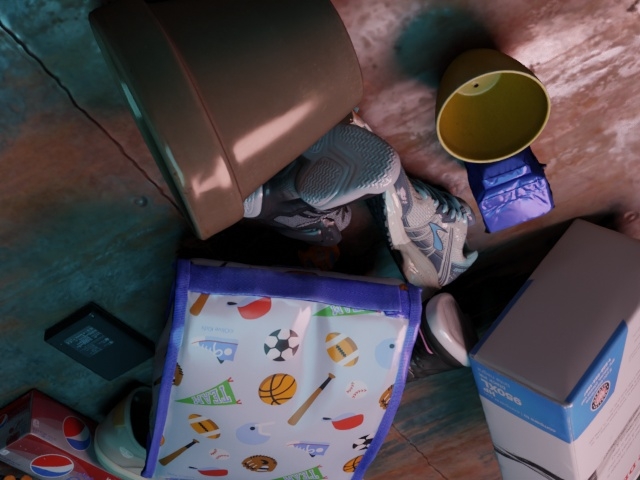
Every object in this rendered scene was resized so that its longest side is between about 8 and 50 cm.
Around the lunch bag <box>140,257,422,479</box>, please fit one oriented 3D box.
[{"bbox_3d":[-0.062,0.166,1.372,0.328,0.238,0.385,6,140,-10],"label":"lunch bag"}]

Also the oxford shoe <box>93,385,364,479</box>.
[{"bbox_3d":[-0.128,0.343,1.550,0.450,0.169,0.130,19,122,-3],"label":"oxford shoe"}]

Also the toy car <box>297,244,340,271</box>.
[{"bbox_3d":[0.000,0.000,1.358,0.060,0.040,0.122,-5,136,-6],"label":"toy car"}]

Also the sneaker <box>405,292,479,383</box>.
[{"bbox_3d":[0.145,0.153,1.435,0.147,0.104,0.296,-19,165,11],"label":"sneaker"}]

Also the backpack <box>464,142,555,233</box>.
[{"bbox_3d":[0.235,-0.088,1.261,0.098,0.120,0.101,-15,126,8],"label":"backpack"}]

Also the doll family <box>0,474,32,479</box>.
[{"bbox_3d":[-0.540,0.380,1.574,0.263,0.118,0.163,31,150,-35],"label":"doll family"}]

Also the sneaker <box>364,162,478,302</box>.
[{"bbox_3d":[0.134,-0.038,1.320,0.122,0.110,0.283,-28,141,1],"label":"sneaker"}]

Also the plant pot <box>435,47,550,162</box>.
[{"bbox_3d":[0.193,-0.174,1.182,0.134,0.095,0.134,-6,136,-6],"label":"plant pot"}]

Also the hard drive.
[{"bbox_3d":[-0.321,0.152,1.460,0.094,0.022,0.135,-30,132,19],"label":"hard drive"}]

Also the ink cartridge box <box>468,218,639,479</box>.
[{"bbox_3d":[0.387,0.213,1.464,0.285,0.166,0.394,-47,140,-23],"label":"ink cartridge box"}]

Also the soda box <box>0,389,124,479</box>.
[{"bbox_3d":[-0.391,0.341,1.593,0.092,0.083,0.263,-31,133,20],"label":"soda box"}]

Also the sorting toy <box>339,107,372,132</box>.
[{"bbox_3d":[0.024,-0.141,1.223,0.083,0.044,0.075,-13,154,30],"label":"sorting toy"}]

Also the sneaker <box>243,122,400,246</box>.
[{"bbox_3d":[0.011,-0.063,1.219,0.269,0.101,0.153,-5,157,40],"label":"sneaker"}]

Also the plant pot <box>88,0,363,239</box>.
[{"bbox_3d":[-0.084,-0.162,1.057,0.229,0.263,0.263,-26,136,-8],"label":"plant pot"}]
